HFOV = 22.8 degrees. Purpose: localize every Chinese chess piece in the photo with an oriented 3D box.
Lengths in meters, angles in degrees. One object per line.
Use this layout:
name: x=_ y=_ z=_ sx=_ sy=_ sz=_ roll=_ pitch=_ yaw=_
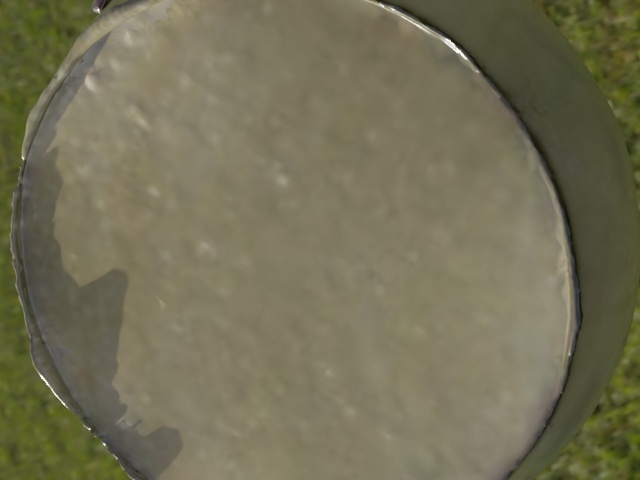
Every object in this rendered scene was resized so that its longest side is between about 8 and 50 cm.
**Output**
Chinese chess piece: x=0.000 y=0.000 z=0.848 sx=0.338 sy=0.140 sz=0.338 roll=7 pitch=111 yaw=19

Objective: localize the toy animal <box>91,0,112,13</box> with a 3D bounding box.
toy animal: x=-0.117 y=-0.210 z=1.324 sx=0.054 sy=0.149 sz=0.275 roll=47 pitch=175 yaw=6
